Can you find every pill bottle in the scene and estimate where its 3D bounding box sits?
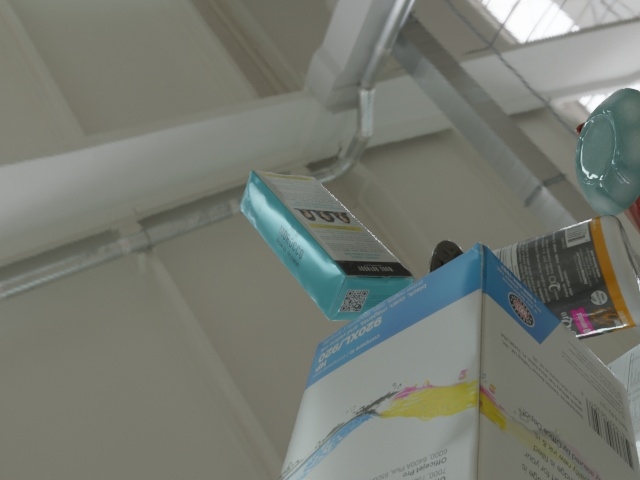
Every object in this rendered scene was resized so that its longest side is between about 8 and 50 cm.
[{"bbox_3d":[0.316,0.077,1.076,0.162,0.278,0.162,43,-143,-43],"label":"pill bottle"}]

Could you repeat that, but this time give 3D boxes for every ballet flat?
[{"bbox_3d":[0.208,0.116,1.237,0.084,0.058,0.250,14,-119,-21],"label":"ballet flat"}]

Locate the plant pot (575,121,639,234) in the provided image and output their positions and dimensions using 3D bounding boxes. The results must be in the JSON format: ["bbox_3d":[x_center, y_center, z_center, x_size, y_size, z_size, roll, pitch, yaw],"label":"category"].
[{"bbox_3d":[0.639,-0.103,1.281,0.236,0.267,0.267,60,-165,-27],"label":"plant pot"}]

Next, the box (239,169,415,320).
[{"bbox_3d":[0.000,0.000,0.891,0.100,0.060,0.244,3,-150,-35],"label":"box"}]

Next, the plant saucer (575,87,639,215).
[{"bbox_3d":[0.429,-0.134,1.114,0.037,0.195,0.195,5,-128,-11],"label":"plant saucer"}]

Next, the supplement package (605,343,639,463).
[{"bbox_3d":[0.614,0.295,1.252,0.199,0.263,0.198,24,-126,-3],"label":"supplement package"}]

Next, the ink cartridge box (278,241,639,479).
[{"bbox_3d":[0.086,0.161,0.462,0.171,0.168,0.233,43,-146,-18],"label":"ink cartridge box"}]
